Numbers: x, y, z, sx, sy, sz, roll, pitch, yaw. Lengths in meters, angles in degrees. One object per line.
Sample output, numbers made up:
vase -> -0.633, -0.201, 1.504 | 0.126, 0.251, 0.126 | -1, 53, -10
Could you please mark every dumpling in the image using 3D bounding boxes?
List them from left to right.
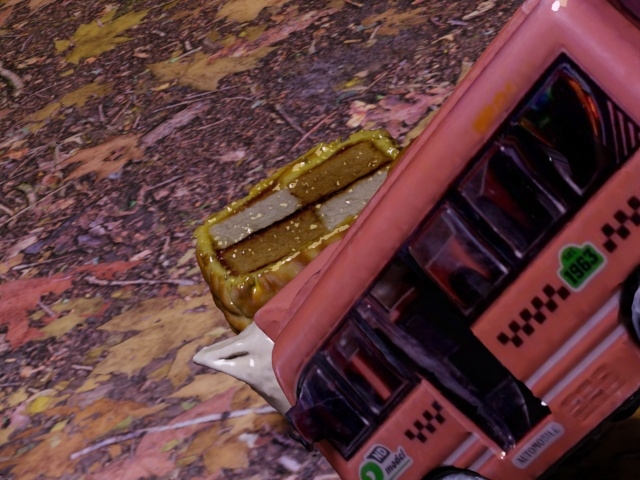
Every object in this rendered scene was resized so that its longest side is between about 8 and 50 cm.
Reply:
dumpling -> 0.022, 0.083, 1.308 | 0.215, 0.126, 0.166 | -21, 10, 12

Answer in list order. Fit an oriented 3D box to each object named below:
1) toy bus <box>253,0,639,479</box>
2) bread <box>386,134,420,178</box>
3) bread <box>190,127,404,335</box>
toy bus -> 0.139, 0.008, 1.030 | 0.203, 0.233, 0.427 | -42, -7, -43
bread -> 0.176, -0.023, 1.345 | 0.246, 0.135, 0.232 | -23, 35, -30
bread -> 0.000, 0.000, 1.505 | 0.222, 0.096, 0.181 | -31, 26, -10
